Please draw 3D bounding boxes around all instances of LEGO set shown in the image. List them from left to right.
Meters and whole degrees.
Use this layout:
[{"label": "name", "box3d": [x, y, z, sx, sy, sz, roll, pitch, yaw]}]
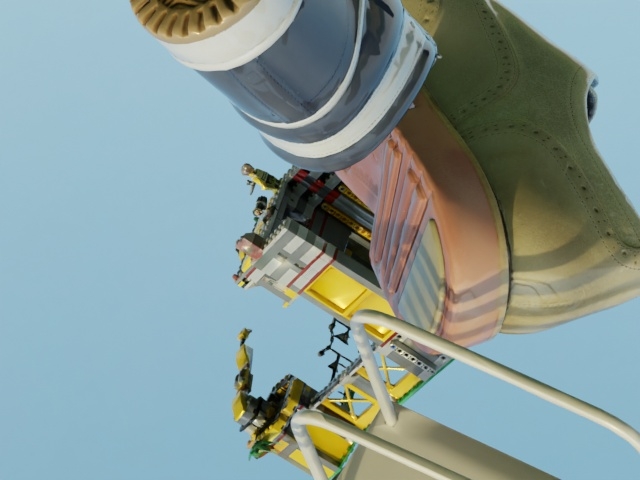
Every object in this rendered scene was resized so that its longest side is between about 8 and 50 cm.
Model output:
[{"label": "LEGO set", "box3d": [0.000, 0.000, 1.479, 0.192, 0.255, 0.331, 33, -130, -14]}]

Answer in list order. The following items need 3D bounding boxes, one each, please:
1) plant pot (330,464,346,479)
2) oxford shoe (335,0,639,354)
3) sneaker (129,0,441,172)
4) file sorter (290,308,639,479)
[{"label": "plant pot", "box3d": [0.099, 0.338, 1.639, 0.191, 0.284, 0.284, 16, -139, 28]}, {"label": "oxford shoe", "box3d": [0.082, -0.087, 1.156, 0.147, 0.140, 0.397, -5, -133, -14]}, {"label": "sneaker", "box3d": [-0.020, -0.160, 0.891, 0.099, 0.153, 0.282, -20, -130, 23]}, {"label": "file sorter", "box3d": [0.038, 0.202, 0.976, 0.193, 0.173, 0.277, 24, -113, 23]}]
